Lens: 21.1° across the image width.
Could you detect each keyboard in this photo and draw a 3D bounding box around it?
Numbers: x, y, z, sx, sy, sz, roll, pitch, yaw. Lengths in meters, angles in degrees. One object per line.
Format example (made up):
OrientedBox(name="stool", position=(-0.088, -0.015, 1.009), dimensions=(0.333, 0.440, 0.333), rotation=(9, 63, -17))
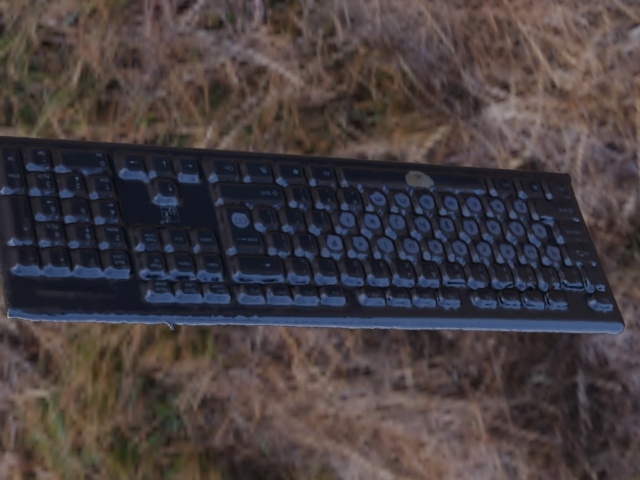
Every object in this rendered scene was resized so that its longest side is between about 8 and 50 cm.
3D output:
OrientedBox(name="keyboard", position=(0.000, 0.000, 0.506), dimensions=(0.198, 0.063, 0.010), rotation=(2, 146, -27))
